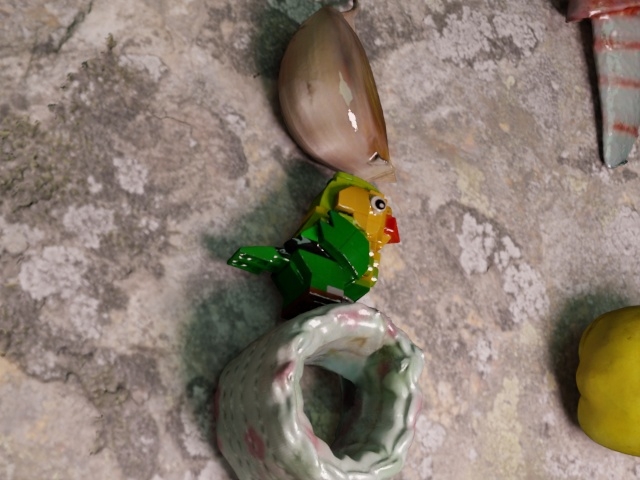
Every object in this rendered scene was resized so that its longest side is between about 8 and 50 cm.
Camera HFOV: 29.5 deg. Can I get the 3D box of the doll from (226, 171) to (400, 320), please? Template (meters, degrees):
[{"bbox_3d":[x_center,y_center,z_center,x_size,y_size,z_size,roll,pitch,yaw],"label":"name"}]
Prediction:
[{"bbox_3d":[0.007,0.006,1.319,0.134,0.106,0.186,43,56,-1],"label":"doll"}]

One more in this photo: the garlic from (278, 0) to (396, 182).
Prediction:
[{"bbox_3d":[0.016,-0.201,1.406,0.129,0.148,0.266,-3,78,3],"label":"garlic"}]

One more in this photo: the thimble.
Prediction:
[{"bbox_3d":[0.005,0.164,1.241,0.211,0.149,0.185,-33,92,-37],"label":"thimble"}]

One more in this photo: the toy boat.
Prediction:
[{"bbox_3d":[0.420,-0.239,1.695,0.206,0.096,0.282,1,83,-48],"label":"toy boat"}]

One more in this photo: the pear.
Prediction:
[{"bbox_3d":[0.406,0.172,1.478,0.200,0.200,0.200,11,69,-30],"label":"pear"}]
